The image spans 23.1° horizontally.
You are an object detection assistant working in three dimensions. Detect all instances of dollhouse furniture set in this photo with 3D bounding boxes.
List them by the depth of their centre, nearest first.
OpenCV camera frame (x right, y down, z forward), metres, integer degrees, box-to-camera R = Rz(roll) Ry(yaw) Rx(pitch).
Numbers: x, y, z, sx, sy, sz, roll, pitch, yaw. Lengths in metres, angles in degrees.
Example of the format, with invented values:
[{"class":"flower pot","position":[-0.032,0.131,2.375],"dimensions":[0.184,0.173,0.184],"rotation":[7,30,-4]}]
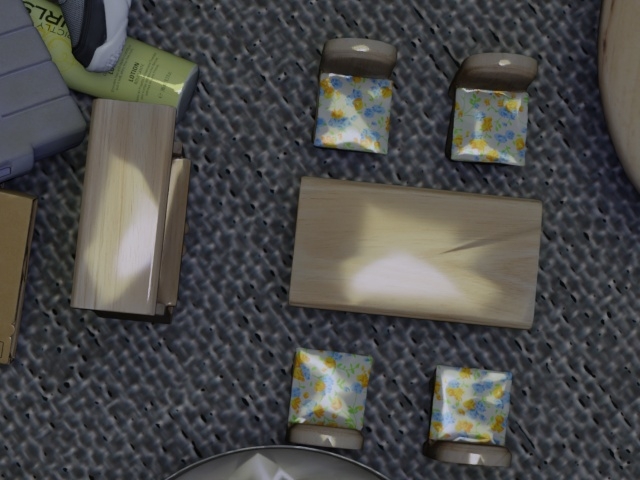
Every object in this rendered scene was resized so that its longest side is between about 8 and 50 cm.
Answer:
[{"class":"dollhouse furniture set","position":[0.000,0.000,1.368],"dimensions":[0.394,0.256,0.362],"rotation":[6,84,-2]}]

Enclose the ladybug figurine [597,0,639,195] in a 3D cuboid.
[{"class":"ladybug figurine","position":[0.407,-0.207,1.456],"dimensions":[0.305,0.162,0.449],"rotation":[17,84,0]}]

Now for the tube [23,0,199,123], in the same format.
[{"class":"tube","position":[-0.236,-0.177,1.479],"dimensions":[0.240,0.062,0.070],"rotation":[21,47,5]}]

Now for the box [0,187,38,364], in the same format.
[{"class":"box","position":[-0.365,0.014,1.427],"dimensions":[0.201,0.021,0.164],"rotation":[13,107,5]}]

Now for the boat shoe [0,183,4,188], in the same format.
[{"class":"boat shoe","position":[-0.329,-0.059,1.453],"dimensions":[0.073,0.073,0.207],"rotation":[5,85,-5]}]

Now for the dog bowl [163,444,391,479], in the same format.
[{"class":"dog bowl","position":[-0.038,0.340,1.376],"dimensions":[0.349,0.102,0.348],"rotation":[0,96,0]}]

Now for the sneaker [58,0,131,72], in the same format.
[{"class":"sneaker","position":[-0.256,-0.277,1.381],"dimensions":[0.153,0.101,0.268],"rotation":[-9,103,-20]}]

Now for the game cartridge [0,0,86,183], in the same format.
[{"class":"game cartridge","position":[-0.406,-0.120,1.349],"dimensions":[0.355,0.068,0.230],"rotation":[-23,83,-27]}]
